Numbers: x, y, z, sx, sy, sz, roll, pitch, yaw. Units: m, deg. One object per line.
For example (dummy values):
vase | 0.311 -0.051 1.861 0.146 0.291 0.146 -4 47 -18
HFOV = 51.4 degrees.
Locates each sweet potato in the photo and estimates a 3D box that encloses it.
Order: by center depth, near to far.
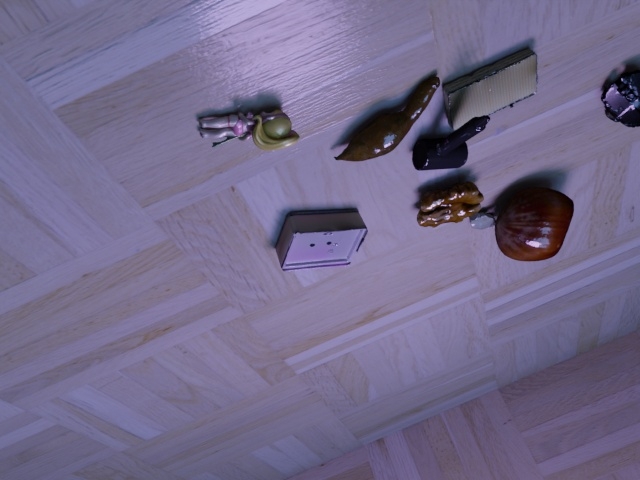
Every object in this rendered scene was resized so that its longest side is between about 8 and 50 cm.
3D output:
sweet potato | 0.148 -0.231 1.368 0.269 0.074 0.075 -38 143 16

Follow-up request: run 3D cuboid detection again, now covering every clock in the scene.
clock | 0.000 0.000 1.601 0.192 0.071 0.147 -4 142 -24

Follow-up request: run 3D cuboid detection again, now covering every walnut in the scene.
walnut | 0.318 -0.094 1.650 0.170 0.069 0.143 -12 146 -12

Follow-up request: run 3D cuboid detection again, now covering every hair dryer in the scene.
hair dryer | 0.297 -0.216 1.403 0.114 0.070 0.248 -6 167 -22

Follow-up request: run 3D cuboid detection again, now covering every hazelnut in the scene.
hazelnut | 0.564 -0.044 1.771 0.181 0.181 0.212 -44 148 -59

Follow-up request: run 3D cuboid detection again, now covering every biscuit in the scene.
biscuit | 0.357 -0.315 1.395 0.200 0.040 0.121 -24 142 2

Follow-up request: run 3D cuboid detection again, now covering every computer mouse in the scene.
computer mouse | 0.748 -0.326 1.562 0.242 0.077 0.146 17 128 -43

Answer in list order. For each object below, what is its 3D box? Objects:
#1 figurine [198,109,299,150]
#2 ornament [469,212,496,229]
figurine | -0.134 -0.206 1.254 0.188 0.083 0.083 -1 142 -12
ornament | 0.439 -0.054 1.794 0.069 0.041 0.092 -11 158 19
